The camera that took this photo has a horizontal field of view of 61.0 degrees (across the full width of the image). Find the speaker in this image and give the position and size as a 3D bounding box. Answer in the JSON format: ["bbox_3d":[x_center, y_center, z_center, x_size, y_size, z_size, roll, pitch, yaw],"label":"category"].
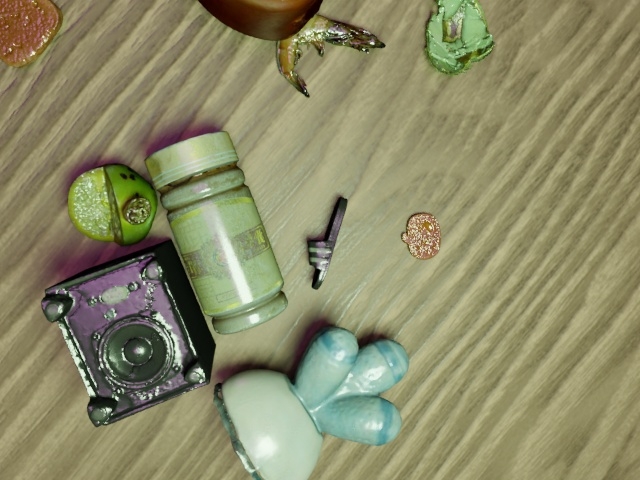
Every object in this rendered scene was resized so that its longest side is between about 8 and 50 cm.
[{"bbox_3d":[-0.298,0.141,0.893,0.184,0.254,0.232,-21,98,-6],"label":"speaker"}]

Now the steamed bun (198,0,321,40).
[{"bbox_3d":[-0.131,-0.519,0.859,0.248,0.235,0.380,-13,95,-6],"label":"steamed bun"}]

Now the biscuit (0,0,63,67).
[{"bbox_3d":[-0.560,-0.370,0.922,0.192,0.036,0.186,35,93,-9],"label":"biscuit"}]

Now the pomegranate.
[{"bbox_3d":[-0.336,-0.063,0.930,0.168,0.122,0.143,-2,103,28],"label":"pomegranate"}]

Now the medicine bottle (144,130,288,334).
[{"bbox_3d":[-0.174,-0.011,0.943,0.151,0.151,0.323,-20,97,-5],"label":"medicine bottle"}]

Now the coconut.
[{"bbox_3d":[0.255,-0.381,1.011,0.133,0.055,0.158,19,94,-10],"label":"coconut"}]

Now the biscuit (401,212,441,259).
[{"bbox_3d":[0.196,-0.007,1.058,0.078,0.015,0.091,-2,95,-5],"label":"biscuit"}]

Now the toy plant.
[{"bbox_3d":[0.009,0.275,0.965,0.332,0.247,0.247,-30,98,-7],"label":"toy plant"}]

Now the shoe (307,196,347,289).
[{"bbox_3d":[0.000,0.000,1.009,0.049,0.071,0.179,18,87,-8],"label":"shoe"}]

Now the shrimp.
[{"bbox_3d":[0.013,-0.330,0.993,0.195,0.035,0.148,13,91,-1],"label":"shrimp"}]
